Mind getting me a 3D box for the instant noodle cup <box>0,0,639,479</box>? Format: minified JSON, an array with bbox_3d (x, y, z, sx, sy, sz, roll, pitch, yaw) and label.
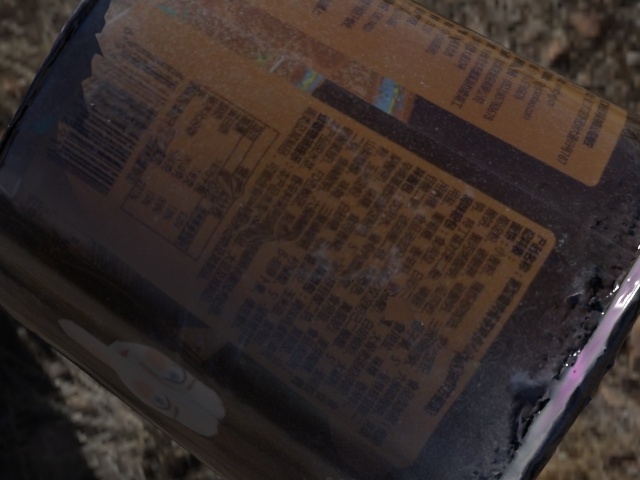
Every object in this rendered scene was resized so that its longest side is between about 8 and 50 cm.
[{"bbox_3d":[0.000,0.000,0.641,0.207,0.217,0.217,33,57,2],"label":"instant noodle cup"}]
